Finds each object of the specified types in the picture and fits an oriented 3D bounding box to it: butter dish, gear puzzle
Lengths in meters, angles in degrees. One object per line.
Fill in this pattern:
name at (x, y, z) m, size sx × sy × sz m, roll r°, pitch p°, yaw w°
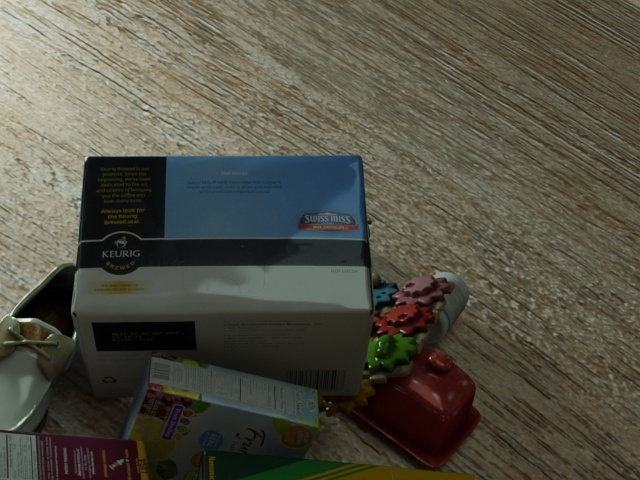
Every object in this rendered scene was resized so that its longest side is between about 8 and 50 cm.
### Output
butter dish at (0.144, 0.200, 1.906) m, size 0.160 × 0.118 × 0.160 m, roll 35°, pitch 36°, yaw 14°
gear puzzle at (0.059, 0.135, 1.922) m, size 0.175 × 0.044 × 0.339 m, roll -6°, pitch 26°, yaw 26°

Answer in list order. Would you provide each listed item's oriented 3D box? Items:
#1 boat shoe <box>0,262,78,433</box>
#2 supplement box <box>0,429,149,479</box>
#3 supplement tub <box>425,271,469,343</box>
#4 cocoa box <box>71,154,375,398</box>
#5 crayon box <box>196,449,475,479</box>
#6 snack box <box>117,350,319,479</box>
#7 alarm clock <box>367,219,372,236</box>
boat shoe at (-0.358, 0.137, 1.708) m, size 0.113 × 0.103 × 0.302 m, roll 20°, pitch 35°, yaw -6°
supplement box at (-0.294, 0.277, 1.563) m, size 0.188 × 0.104 × 0.081 m, roll 8°, pitch 39°, yaw -21°
supplement tub at (0.172, 0.100, 2.094) m, size 0.071 × 0.071 × 0.107 m, roll 32°, pitch 36°, yaw 11°
cocoa box at (-0.118, 0.045, 1.740) m, size 0.347 × 0.231 × 0.228 m, roll 0°, pitch 58°, yaw -3°
crayon box at (0.029, 0.391, 1.452) m, size 0.313 × 0.106 × 0.363 m, roll 6°, pitch 38°, yaw -11°
snack box at (-0.125, 0.232, 1.659) m, size 0.207 × 0.174 × 0.070 m, roll 13°, pitch 38°, yaw -14°
alarm clock at (0.000, 0.000, 2.129) m, size 0.129 × 0.064 × 0.192 m, roll 28°, pitch 33°, yaw 5°
